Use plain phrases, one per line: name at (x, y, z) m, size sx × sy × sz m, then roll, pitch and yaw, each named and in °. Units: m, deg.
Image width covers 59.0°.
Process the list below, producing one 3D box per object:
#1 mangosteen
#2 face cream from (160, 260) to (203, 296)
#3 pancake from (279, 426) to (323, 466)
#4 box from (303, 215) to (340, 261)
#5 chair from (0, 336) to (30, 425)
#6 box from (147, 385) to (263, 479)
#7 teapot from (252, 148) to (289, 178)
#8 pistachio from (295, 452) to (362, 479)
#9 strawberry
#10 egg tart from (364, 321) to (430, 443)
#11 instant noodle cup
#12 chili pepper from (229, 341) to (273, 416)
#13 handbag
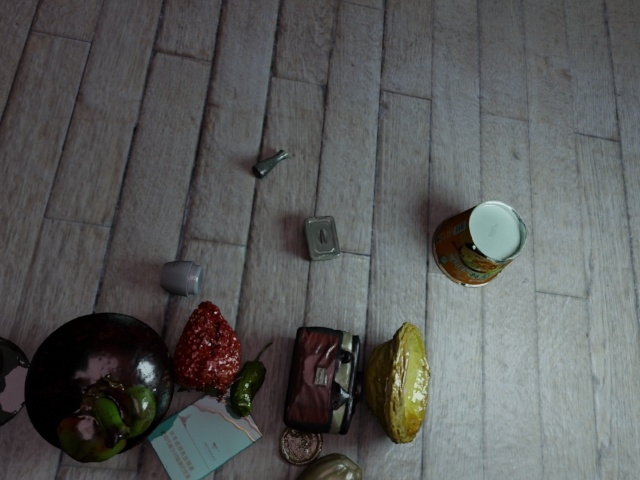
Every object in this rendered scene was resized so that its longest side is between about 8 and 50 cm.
mangosteen at (-0.465, 0.312, 1.184) m, size 0.305 × 0.359 × 0.306 m, roll -1°, pitch 99°, yaw -7°
face cream at (-0.348, 0.095, 1.424) m, size 0.094 × 0.091 × 0.091 m, roll 8°, pitch 70°, yaw -1°
pancake at (-0.049, 0.500, 1.396) m, size 0.114 × 0.011 × 0.115 m, roll 5°, pitch 69°, yaw -12°
box at (0.000, 0.000, 1.547) m, size 0.089 × 0.062 × 0.122 m, roll -5°, pitch 72°, yaw -14°
chair at (-0.738, 0.267, 1.113) m, size 0.226 × 0.401 × 0.227 m, roll 4°, pitch 71°, yaw -12°
box at (-0.274, 0.462, 1.342) m, size 0.229 × 0.041 × 0.162 m, roll -31°, pitch 81°, yaw -20°
teapot at (-0.140, -0.220, 1.604) m, size 0.110 × 0.043 × 0.043 m, roll -38°, pitch 83°, yaw -25°
pistachio at (0.012, 0.576, 1.339) m, size 0.185 × 0.126 × 0.108 m, roll -17°, pitch 33°, yaw -14°
strawberry at (-0.261, 0.245, 1.337) m, size 0.174 × 0.098 × 0.228 m, roll 6°, pitch 65°, yaw 9°
egg tart at (0.185, 0.351, 1.400) m, size 0.123 × 0.294 × 0.294 m, roll -2°, pitch 68°, yaw 25°
instant noodle cup at (0.455, -0.001, 1.584) m, size 0.230 × 0.182 × 0.231 m, roll 4°, pitch 70°, yaw -11°
chili pepper at (-0.170, 0.342, 1.378) m, size 0.073 × 0.072 × 0.204 m, roll -3°, pitch 31°, yaw 15°
handbag at (0.013, 0.339, 1.375) m, size 0.181 × 0.181 × 0.255 m, roll 9°, pitch 68°, yaw -2°
